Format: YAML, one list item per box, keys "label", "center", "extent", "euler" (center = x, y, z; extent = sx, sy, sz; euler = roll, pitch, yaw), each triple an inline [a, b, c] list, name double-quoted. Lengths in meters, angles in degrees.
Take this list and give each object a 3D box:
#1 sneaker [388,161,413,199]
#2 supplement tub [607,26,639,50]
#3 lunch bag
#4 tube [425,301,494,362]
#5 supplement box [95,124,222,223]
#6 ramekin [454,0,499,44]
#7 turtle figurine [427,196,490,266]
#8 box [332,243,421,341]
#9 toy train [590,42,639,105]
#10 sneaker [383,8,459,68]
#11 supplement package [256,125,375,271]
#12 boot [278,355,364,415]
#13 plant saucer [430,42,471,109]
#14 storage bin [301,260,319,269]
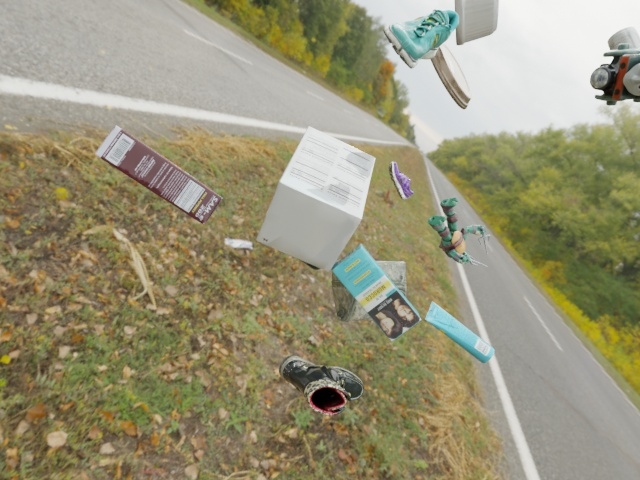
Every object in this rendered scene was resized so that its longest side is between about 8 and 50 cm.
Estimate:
- label: "sneaker"
  center: [0.338, -0.257, 1.743]
  extent: [0.169, 0.071, 0.068]
  euler: [62, 4, -18]
- label: "supplement tub"
  center: [0.848, -0.522, 1.147]
  extent: [0.071, 0.071, 0.107]
  euler: [15, 61, -56]
- label: "lunch bag"
  center: [0.207, 0.211, 1.740]
  extent: [0.305, 0.255, 0.213]
  euler: [2, -2, -27]
- label: "tube"
  center: [0.384, 0.257, 1.157]
  extent: [0.207, 0.052, 0.080]
  euler: [38, 36, 2]
- label: "supplement box"
  center: [-0.328, -0.132, 0.873]
  extent: [0.239, 0.073, 0.130]
  euler: [36, -3, -19]
- label: "ramekin"
  center: [0.497, -0.777, 1.327]
  extent: [0.273, 0.127, 0.272]
  euler: [0, 90, -70]
- label: "turtle figurine"
  center: [0.397, 0.001, 1.194]
  extent: [0.234, 0.118, 0.175]
  euler: [52, 45, -25]
- label: "box"
  center: [0.143, 0.134, 1.077]
  extent: [0.244, 0.100, 0.060]
  euler: [50, 8, -4]
- label: "toy train"
  center: [0.812, -0.389, 0.969]
  extent: [0.334, 0.142, 0.190]
  euler: [-9, 24, -16]
- label: "sneaker"
  center: [0.226, -0.463, 0.918]
  extent: [0.107, 0.110, 0.275]
  euler: [53, 44, -6]
- label: "supplement package"
  center: [-0.006, -0.106, 1.037]
  extent: [0.198, 0.199, 0.262]
  euler: [24, 43, -6]
- label: "boot"
  center: [0.032, 0.354, 0.970]
  extent: [0.236, 0.085, 0.179]
  euler: [26, -5, -23]
- label: "plant saucer"
  center: [0.461, -0.595, 1.471]
  extent: [0.278, 0.041, 0.277]
  euler: [30, 47, -39]
- label: "storage bin"
  center: [0.000, 0.000, 1.428]
  extent: [0.122, 0.084, 0.180]
  euler: [33, 51, 17]
